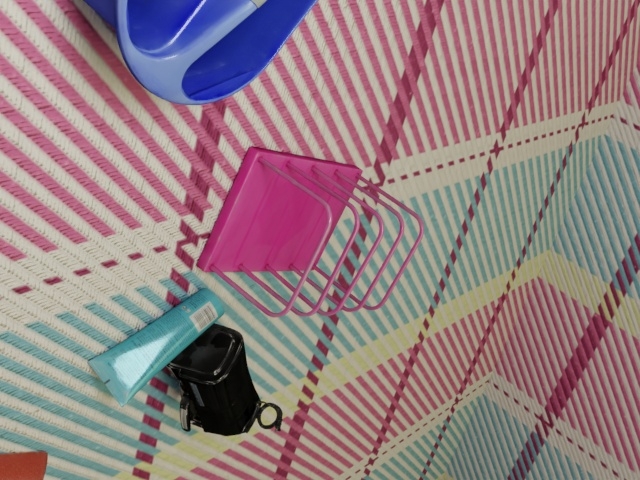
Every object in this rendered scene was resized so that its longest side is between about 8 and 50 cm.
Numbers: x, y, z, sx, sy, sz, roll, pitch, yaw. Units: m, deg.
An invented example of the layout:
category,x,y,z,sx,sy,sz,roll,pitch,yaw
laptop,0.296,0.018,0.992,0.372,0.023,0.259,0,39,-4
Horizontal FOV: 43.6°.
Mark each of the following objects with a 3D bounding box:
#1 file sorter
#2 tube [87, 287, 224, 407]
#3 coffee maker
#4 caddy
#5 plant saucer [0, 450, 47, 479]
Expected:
category,x,y,z,sx,sy,sz,roll,pitch,yaw
file sorter,0.000,0.000,1.244,0.290,0.182,0.202,2,119,-56
tube,-0.234,0.148,1.180,0.207,0.080,0.052,-38,176,-31
coffee maker,-0.153,0.219,1.269,0.171,0.120,0.178,-4,140,1
caddy,-0.092,-0.302,0.808,0.341,0.179,0.241,-53,150,-3
plant saucer,-0.508,0.403,1.062,0.259,0.047,0.259,-58,151,6
